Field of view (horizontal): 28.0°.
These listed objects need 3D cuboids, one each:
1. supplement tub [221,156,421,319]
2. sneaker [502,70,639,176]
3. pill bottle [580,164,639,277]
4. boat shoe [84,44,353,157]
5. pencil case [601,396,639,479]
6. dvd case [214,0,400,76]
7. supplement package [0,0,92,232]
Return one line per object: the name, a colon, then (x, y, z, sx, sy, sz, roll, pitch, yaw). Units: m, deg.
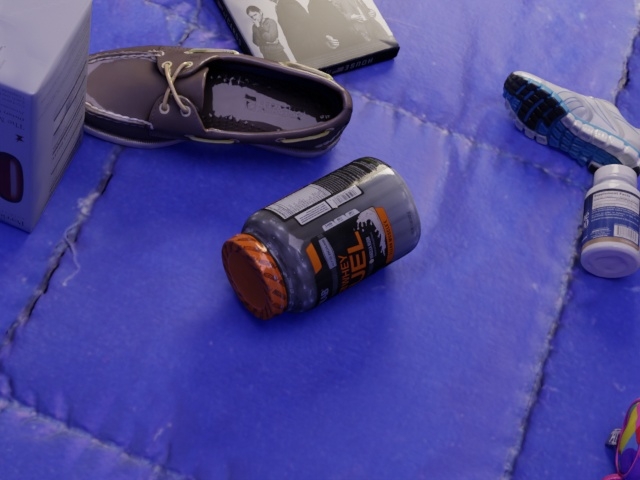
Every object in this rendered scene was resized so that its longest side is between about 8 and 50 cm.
supplement tub: (0.000, 0.000, 1.329, 0.190, 0.117, 0.117, -29, 71, -25)
sneaker: (0.303, -0.146, 1.519, 0.190, 0.071, 0.083, 35, 52, -2)
pill bottle: (0.330, -0.024, 1.447, 0.067, 0.067, 0.120, 14, 58, -5)
boat shoe: (-0.126, -0.156, 1.391, 0.324, 0.097, 0.116, 8, 79, -8)
pencil case: (0.410, 0.234, 1.299, 0.236, 0.104, 0.104, 17, 58, -1)
dvd case: (-0.036, -0.296, 1.543, 0.179, 0.029, 0.239, -19, 66, -22)
supplement package: (-0.316, -0.141, 1.263, 0.139, 0.244, 0.134, 22, 57, 1)
